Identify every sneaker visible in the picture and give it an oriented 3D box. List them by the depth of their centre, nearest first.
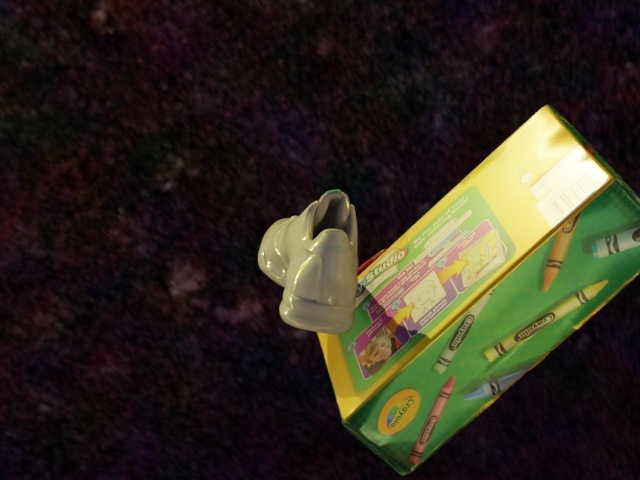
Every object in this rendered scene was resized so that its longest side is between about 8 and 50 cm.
[{"bbox_3d":[0.000,0.000,1.031,0.080,0.212,0.094,8,104,-11],"label":"sneaker"}]

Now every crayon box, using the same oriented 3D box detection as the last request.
[{"bbox_3d":[0.126,0.035,1.025,0.278,0.081,0.165,-43,24,12],"label":"crayon box"}]

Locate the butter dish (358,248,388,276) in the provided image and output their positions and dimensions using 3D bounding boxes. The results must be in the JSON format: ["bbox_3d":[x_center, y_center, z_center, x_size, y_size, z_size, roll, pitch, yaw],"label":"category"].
[{"bbox_3d":[0.092,0.100,1.583,0.160,0.160,0.118,-37,51,34],"label":"butter dish"}]
